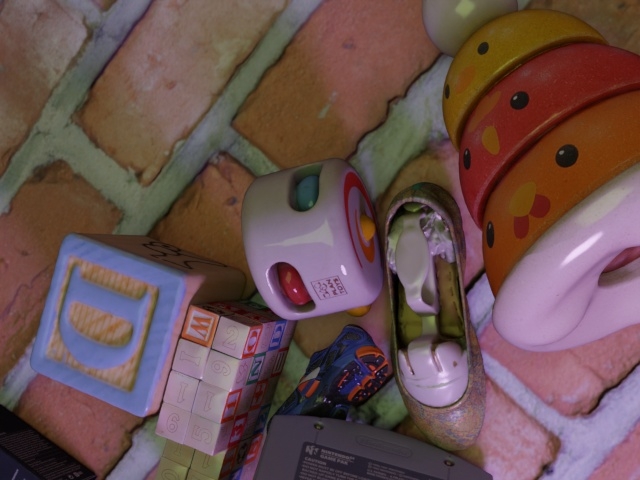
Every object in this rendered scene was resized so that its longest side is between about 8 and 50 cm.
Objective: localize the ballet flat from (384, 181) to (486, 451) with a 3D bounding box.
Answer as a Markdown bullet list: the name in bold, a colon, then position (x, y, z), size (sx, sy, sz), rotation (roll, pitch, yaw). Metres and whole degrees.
- **ballet flat**: position (0.136, 0.099, 1.193), size (0.123, 0.123, 0.349), rotation (-6, 88, 19)

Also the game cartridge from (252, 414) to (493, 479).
- **game cartridge**: position (0.064, 0.313, 1.159), size (0.294, 0.196, 0.060), rotation (16, 127, 2)

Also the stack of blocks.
- **stack of blocks**: position (-0.138, 0.233, 1.255), size (0.087, 0.171, 0.297), rotation (18, 96, 18)

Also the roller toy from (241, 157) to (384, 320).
- **roller toy**: position (0.000, 0.000, 1.200), size (0.146, 0.191, 0.209), rotation (-13, 85, 17)

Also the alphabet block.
- **alphabet block**: position (-0.241, 0.105, 1.279), size (0.192, 0.197, 0.193), rotation (20, 96, 19)

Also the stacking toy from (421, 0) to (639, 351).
- **stacking toy**: position (0.252, -0.142, 1.102), size (0.350, 0.350, 0.480), rotation (-38, 60, 15)

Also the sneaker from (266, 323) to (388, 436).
- **sneaker**: position (0.006, 0.198, 1.262), size (0.221, 0.083, 0.087), rotation (-45, 34, 24)

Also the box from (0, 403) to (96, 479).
- **box**: position (-0.465, 0.362, 1.398), size (0.207, 0.108, 0.153), rotation (32, 100, 17)
